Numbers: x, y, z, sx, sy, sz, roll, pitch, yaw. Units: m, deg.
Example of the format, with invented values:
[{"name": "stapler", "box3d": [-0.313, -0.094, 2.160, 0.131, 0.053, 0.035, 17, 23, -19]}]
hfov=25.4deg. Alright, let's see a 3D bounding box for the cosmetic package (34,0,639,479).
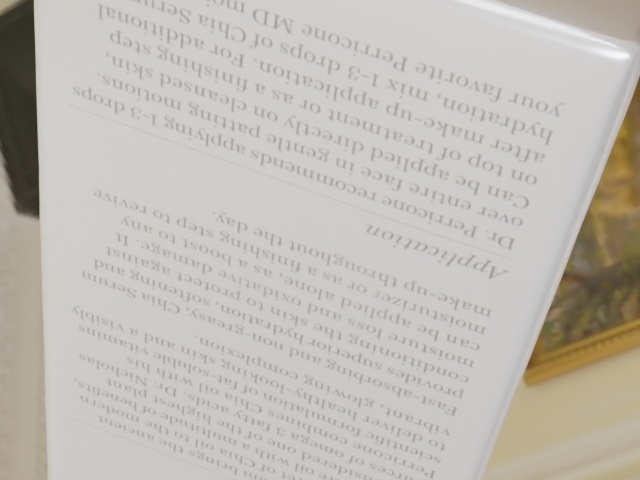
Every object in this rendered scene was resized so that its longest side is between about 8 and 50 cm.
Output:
[{"name": "cosmetic package", "box3d": [0.000, 0.000, 0.691, 0.453, 0.230, 0.161, 102, -169, -47]}]
